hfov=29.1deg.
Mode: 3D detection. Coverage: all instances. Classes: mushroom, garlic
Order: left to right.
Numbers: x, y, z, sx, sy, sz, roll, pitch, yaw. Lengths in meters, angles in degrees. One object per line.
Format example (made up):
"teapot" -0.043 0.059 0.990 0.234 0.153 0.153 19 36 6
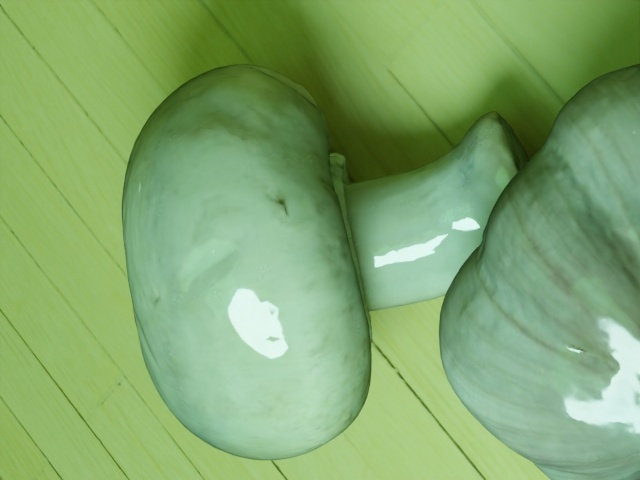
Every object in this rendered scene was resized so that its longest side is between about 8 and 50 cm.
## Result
"mushroom" -0.033 0.007 0.962 0.356 0.315 0.315 -32 87 50
"garlic" 0.239 0.038 0.801 0.322 0.321 0.241 -56 45 36
